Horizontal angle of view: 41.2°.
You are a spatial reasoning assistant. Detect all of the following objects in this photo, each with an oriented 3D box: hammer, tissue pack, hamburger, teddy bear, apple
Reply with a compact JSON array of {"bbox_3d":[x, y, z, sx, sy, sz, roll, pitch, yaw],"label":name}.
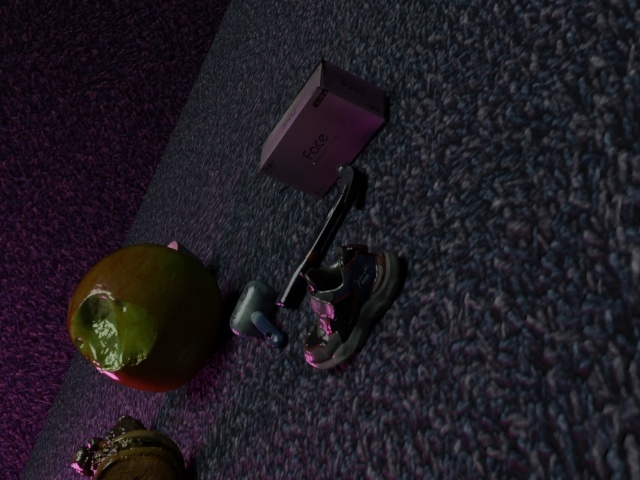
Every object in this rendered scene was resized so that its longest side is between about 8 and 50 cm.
[{"bbox_3d":[-0.108,0.154,1.621,0.116,0.069,0.194,-63,28,6],"label":"hammer"},{"bbox_3d":[0.004,-0.205,1.620,0.246,0.148,0.092,-50,26,41],"label":"tissue pack"},{"bbox_3d":[-0.369,0.468,1.716,0.118,0.191,0.182,-115,45,-67],"label":"hamburger"},{"bbox_3d":[-0.494,0.525,2.082,0.177,0.140,0.190,29,86,44],"label":"teddy bear"},{"bbox_3d":[0.000,0.000,1.550,0.290,0.037,0.137,-62,19,8],"label":"hammer"},{"bbox_3d":[-0.383,0.165,1.896,0.339,0.339,0.339,-51,24,34],"label":"apple"}]

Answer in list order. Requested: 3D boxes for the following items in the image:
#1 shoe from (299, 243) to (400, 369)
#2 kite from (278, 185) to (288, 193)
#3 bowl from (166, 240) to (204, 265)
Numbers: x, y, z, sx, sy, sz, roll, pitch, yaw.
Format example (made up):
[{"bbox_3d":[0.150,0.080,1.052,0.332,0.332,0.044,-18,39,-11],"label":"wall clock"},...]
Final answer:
[{"bbox_3d":[0.018,0.093,1.271,0.227,0.125,0.099,-55,25,22],"label":"shoe"},{"bbox_3d":[-0.043,-0.195,1.785,0.160,0.010,0.183,-35,-43,-41],"label":"kite"},{"bbox_3d":[-0.367,0.131,2.192,0.238,0.126,0.238,-52,23,33],"label":"bowl"}]
